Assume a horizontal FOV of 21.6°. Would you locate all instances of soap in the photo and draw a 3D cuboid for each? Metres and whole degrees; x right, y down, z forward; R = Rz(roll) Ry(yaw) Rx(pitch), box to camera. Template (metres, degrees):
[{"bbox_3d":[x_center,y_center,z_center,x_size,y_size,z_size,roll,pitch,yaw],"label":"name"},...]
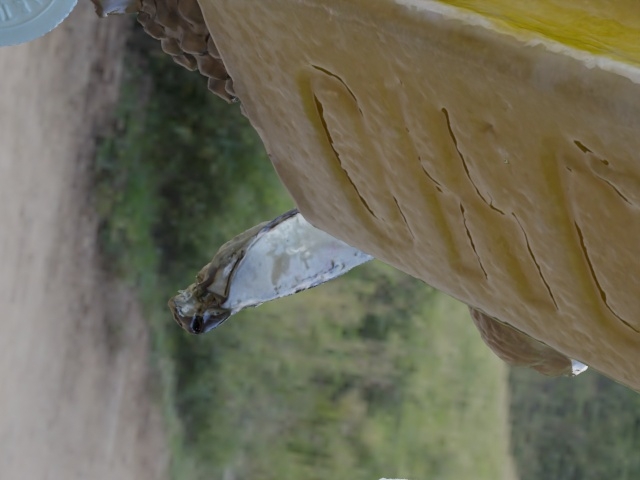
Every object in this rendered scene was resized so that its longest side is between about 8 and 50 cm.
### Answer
[{"bbox_3d":[0.081,-0.039,0.599,0.089,0.274,0.173,-42,130,-19],"label":"soap"}]

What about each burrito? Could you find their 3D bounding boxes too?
[{"bbox_3d":[0.000,0.001,1.175,0.063,0.230,0.058,100,-33,-70],"label":"burrito"}]

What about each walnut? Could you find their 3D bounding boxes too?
[{"bbox_3d":[0.210,0.044,1.530,0.155,0.155,0.184,98,-14,-48],"label":"walnut"}]

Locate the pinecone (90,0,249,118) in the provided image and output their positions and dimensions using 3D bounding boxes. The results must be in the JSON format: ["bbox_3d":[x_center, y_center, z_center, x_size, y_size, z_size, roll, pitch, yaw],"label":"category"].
[{"bbox_3d":[-0.026,-0.208,1.056,0.243,0.257,0.243,51,14,-18],"label":"pinecone"}]

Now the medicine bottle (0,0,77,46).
[{"bbox_3d":[-0.244,-0.303,1.338,0.318,0.158,0.158,-87,-176,-51],"label":"medicine bottle"}]

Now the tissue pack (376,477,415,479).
[{"bbox_3d":[0.029,0.191,1.063,0.083,0.042,0.062,-34,-124,43],"label":"tissue pack"}]
